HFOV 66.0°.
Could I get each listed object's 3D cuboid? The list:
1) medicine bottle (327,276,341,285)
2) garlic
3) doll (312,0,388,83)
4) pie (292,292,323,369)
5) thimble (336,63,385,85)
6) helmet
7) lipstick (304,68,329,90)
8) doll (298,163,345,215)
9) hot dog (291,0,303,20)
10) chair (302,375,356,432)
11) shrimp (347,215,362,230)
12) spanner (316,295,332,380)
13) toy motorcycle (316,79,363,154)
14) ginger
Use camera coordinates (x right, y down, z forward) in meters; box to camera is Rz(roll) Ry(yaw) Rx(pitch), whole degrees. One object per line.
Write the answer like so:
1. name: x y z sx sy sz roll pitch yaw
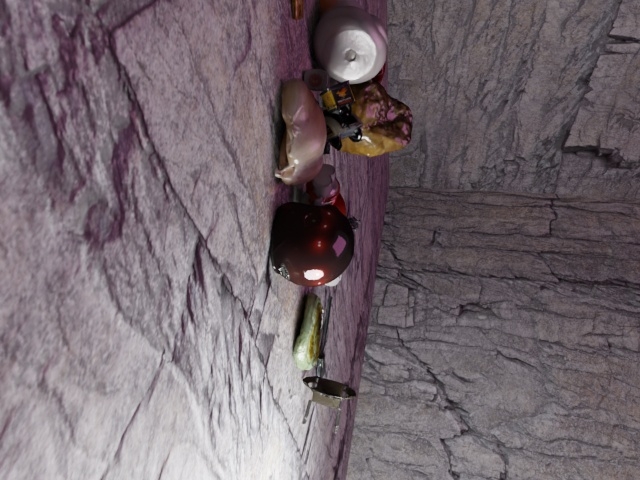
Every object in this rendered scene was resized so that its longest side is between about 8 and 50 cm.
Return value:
1. medicine bottle: 0.051 0.083 1.765 0.183 0.070 0.119 -70 162 -55
2. garlic: -0.037 -0.233 1.161 0.217 0.110 0.227 72 24 -69
3. doll: 0.078 -0.578 1.398 0.251 0.221 0.221 43 43 -31
4. pie: -0.032 0.274 1.485 0.240 0.054 0.240 5 90 -80
5. thimble: 0.127 -0.579 1.626 0.189 0.163 0.125 56 26 -22
6. helmet: -0.020 0.012 1.179 0.216 0.193 0.189 -34 143 -17
7. lipstick: -0.002 -0.443 1.372 0.186 0.063 0.057 -66 159 -74
8. doll: 0.003 -0.077 1.351 0.290 0.130 0.161 95 6 -52
9. hot dog: -0.056 -0.559 1.153 0.037 0.021 0.083 -38 137 -46
10. chair: 0.022 0.491 1.567 0.213 0.174 0.149 98 10 -45
11. shrimp: 0.133 -0.058 2.101 0.082 0.076 0.174 -66 172 15
12. spanner: 0.019 0.355 1.817 0.093 0.026 0.325 76 21 -58
13. toy motorcycle: 0.023 -0.306 1.274 0.157 0.091 0.263 69 -18 -10
14. ginger: 0.132 -0.372 1.573 0.269 0.223 0.200 33 65 -32
